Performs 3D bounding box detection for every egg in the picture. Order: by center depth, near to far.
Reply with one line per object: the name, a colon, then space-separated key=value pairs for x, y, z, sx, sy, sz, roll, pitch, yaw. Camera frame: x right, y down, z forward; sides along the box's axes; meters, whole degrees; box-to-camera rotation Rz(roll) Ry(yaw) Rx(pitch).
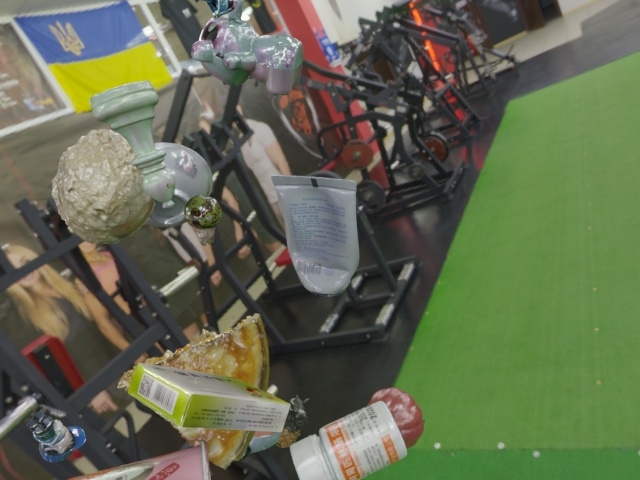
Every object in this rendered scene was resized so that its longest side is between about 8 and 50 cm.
egg: x=-0.583 y=-0.142 z=1.354 sx=0.279 sy=0.311 sz=0.279 roll=1 pitch=-11 yaw=0

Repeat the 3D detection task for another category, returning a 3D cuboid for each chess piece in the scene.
chess piece: x=-0.382 y=-0.196 z=1.079 sx=0.139 sy=0.272 sz=0.139 roll=-17 pitch=17 yaw=5

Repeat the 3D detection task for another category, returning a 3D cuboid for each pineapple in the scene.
pineapple: x=-0.117 y=0.719 z=1.960 sx=0.248 sy=0.128 sz=0.128 roll=-62 pitch=-6 yaw=36

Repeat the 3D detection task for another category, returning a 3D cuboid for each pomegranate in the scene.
pomegranate: x=-0.377 y=-0.074 z=1.641 sx=0.125 sy=0.163 sz=0.138 roll=-34 pitch=19 yaw=-21

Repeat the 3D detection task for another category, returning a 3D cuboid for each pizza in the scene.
pizza: x=-0.350 y=0.391 z=1.389 sx=0.405 sy=0.440 sz=0.130 roll=11 pitch=3 yaw=0

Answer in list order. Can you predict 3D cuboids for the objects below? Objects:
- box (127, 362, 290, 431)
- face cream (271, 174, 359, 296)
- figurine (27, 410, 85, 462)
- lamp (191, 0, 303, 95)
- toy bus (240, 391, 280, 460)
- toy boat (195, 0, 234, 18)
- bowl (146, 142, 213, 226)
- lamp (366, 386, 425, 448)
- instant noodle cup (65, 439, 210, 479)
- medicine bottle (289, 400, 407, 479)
box: x=-0.206 y=0.303 z=0.947 sx=0.175 sy=0.260 sz=0.062 roll=9 pitch=78 yaw=41
face cream: x=0.000 y=0.000 z=1.413 sx=0.234 sy=0.420 sz=0.137 roll=7 pitch=42 yaw=18
figurine: x=-0.580 y=0.429 z=1.075 sx=0.086 sy=0.149 sz=0.087 roll=21 pitch=55 yaw=16
lamp: x=-0.206 y=-0.564 z=1.442 sx=0.301 sy=0.248 sz=0.247 roll=15 pitch=36 yaw=3
toy bus: x=-0.270 y=0.576 z=1.623 sx=0.287 sy=0.232 sz=0.194 roll=0 pitch=-5 yaw=28
toy boat: x=-0.212 y=-0.470 z=0.933 sx=0.060 sy=0.137 sz=0.060 roll=-19 pitch=-21 yaw=-30
bowl: x=-0.532 y=-0.153 z=1.709 sx=0.345 sy=0.345 sz=0.157 roll=-28 pitch=47 yaw=2
lamp: x=0.214 y=0.527 z=1.454 sx=0.182 sy=0.182 sz=0.140 roll=-13 pitch=0 yaw=43
instant noodle cup: x=-0.293 y=0.474 z=0.809 sx=0.231 sy=0.243 sz=0.243 roll=-4 pitch=11 yaw=-15
medicine bottle: x=0.064 y=0.490 z=1.158 sx=0.252 sy=0.145 sz=0.144 roll=-23 pitch=16 yaw=-4
